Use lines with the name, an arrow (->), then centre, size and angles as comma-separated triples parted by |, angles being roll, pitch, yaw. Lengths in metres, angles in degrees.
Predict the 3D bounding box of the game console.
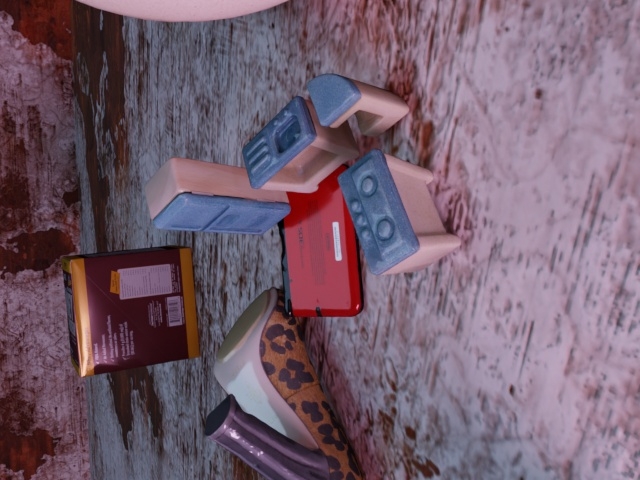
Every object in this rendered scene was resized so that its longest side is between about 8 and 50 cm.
game console -> 0.000, 0.000, 0.666 | 0.124, 0.085, 0.143 | -4, 92, 32

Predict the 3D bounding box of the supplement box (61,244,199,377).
supplement box -> -0.324, 0.113, 1.128 | 0.129, 0.194, 0.191 | 3, 98, 63

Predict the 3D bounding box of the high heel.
high heel -> -0.018, 0.163, 0.691 | 0.093, 0.186, 0.261 | -42, 18, 22

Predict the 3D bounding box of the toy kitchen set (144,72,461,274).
toy kitchen set -> -0.025, -0.019, 0.526 | 0.207, 0.122, 0.166 | -37, 62, 39

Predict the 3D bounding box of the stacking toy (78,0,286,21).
stacking toy -> -0.125, -0.319, 0.627 | 0.480, 0.351, 0.350 | 180, 85, -82
